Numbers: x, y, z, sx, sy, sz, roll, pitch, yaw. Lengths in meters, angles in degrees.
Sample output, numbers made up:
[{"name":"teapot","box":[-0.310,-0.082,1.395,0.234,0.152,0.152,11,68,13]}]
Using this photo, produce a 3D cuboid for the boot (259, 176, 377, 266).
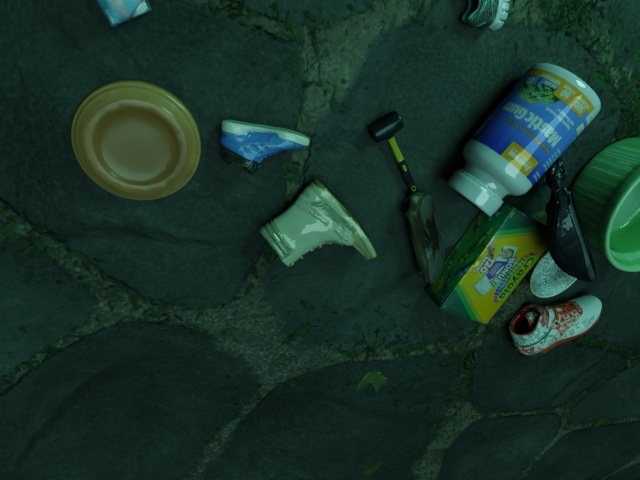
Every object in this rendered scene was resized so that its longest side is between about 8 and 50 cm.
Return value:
[{"name":"boot","box":[0.000,0.000,0.854,0.165,0.077,0.213,-41,117,6]}]

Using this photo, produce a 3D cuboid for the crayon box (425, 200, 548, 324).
[{"name":"crayon box","box":[0.398,0.053,1.007,0.165,0.081,0.278,21,110,-27]}]

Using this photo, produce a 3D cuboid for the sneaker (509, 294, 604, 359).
[{"name":"sneaker","box":[0.649,0.213,1.172,0.270,0.090,0.145,-36,125,7]}]

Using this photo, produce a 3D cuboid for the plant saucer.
[{"name":"plant saucer","box":[-0.298,-0.155,0.695,0.199,0.037,0.200,-8,119,-14]}]

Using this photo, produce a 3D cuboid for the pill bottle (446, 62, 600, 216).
[{"name":"pill bottle","box":[0.379,-0.184,0.826,0.152,0.152,0.272,30,105,-29]}]

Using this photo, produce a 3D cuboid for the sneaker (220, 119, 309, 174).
[{"name":"sneaker","box":[-0.099,-0.156,0.743,0.152,0.058,0.085,5,111,-15]}]

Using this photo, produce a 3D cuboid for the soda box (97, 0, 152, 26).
[{"name":"soda box","box":[-0.295,-0.383,0.552,0.058,0.063,0.183,-25,123,-2]}]

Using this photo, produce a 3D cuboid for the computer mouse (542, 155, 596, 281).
[{"name":"computer mouse","box":[0.513,-0.037,0.908,0.072,0.188,0.272,-17,95,33]}]

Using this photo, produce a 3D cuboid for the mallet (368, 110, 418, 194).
[{"name":"mallet","box":[0.163,-0.170,0.838,0.062,0.039,0.190,-37,127,9]}]

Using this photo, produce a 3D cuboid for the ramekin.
[{"name":"ramekin","box":[0.739,-0.092,0.995,0.303,0.148,0.304,-8,120,-14]}]

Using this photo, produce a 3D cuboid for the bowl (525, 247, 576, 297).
[{"name":"bowl","box":[0.567,0.051,1.058,0.170,0.080,0.170,-10,123,-16]}]

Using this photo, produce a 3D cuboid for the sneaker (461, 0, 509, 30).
[{"name":"sneaker","box":[0.278,-0.439,0.707,0.076,0.065,0.167,-8,119,-9]}]

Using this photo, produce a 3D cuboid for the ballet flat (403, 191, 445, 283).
[{"name":"ballet flat","box":[0.227,-0.002,0.943,0.084,0.058,0.250,-50,135,-29]}]
